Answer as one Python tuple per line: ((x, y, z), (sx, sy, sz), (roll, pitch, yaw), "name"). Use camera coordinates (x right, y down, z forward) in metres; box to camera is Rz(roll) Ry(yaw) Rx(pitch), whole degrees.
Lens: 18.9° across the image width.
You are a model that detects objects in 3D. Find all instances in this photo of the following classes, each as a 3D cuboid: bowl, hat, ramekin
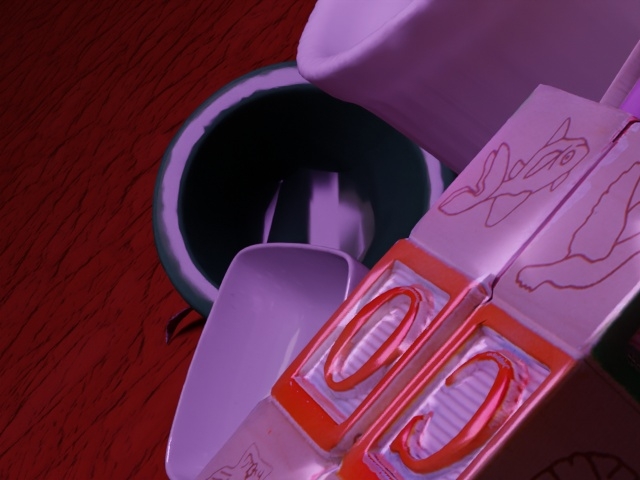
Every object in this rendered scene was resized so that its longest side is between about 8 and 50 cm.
((-0.015, 0.076, 1.001), (0.142, 0.053, 0.142), (3, 71, 60), "bowl")
((0.000, 0.000, 1.172), (0.208, 0.183, 0.173), (22, 79, 21), "hat")
((0.129, -0.134, 0.802), (0.277, 0.135, 0.277), (-47, 14, 15), "ramekin")

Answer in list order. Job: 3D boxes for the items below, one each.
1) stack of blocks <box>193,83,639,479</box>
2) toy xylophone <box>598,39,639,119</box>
((0.131, 0.100, 0.403), (0.171, 0.297, 0.087), (-49, 22, -2), "stack of blocks")
((0.153, -0.013, 0.553), (0.236, 0.081, 0.322), (-57, -19, 22), "toy xylophone")
